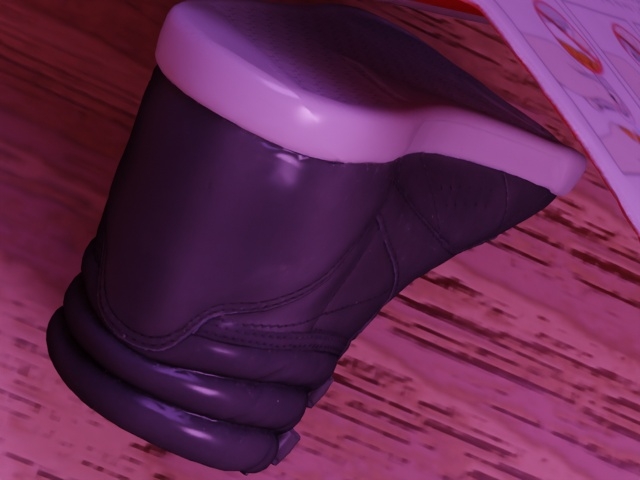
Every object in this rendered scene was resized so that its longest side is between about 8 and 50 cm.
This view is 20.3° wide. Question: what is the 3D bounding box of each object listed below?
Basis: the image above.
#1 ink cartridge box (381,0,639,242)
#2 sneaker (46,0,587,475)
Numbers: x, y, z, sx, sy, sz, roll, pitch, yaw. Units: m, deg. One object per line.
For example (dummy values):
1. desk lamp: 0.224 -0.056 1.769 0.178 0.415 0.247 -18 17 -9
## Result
1. ink cartridge box: 0.046 -0.091 0.637 0.385 0.091 0.308 56 23 16
2. sneaker: 0.000 0.000 0.647 0.104 0.147 0.296 35 16 19
